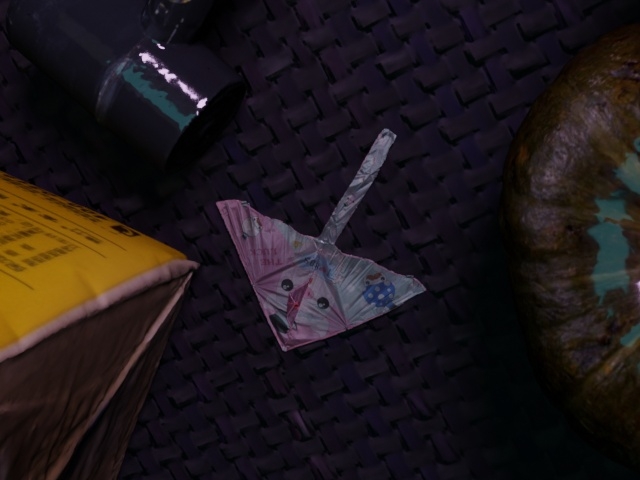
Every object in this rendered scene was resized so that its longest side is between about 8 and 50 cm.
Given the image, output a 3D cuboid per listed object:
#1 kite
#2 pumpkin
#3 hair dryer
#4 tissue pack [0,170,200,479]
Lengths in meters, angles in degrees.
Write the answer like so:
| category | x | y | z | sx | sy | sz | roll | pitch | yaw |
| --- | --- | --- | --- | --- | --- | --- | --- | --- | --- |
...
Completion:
| category | x | y | z | sx | sy | sz | roll | pitch | yaw |
| --- | --- | --- | --- | --- | --- | --- | --- | --- | --- |
| kite | 0.000 | 0.000 | 0.541 | 0.137 | 0.005 | 0.152 | 22 | 107 | 8 |
| pumpkin | 0.191 | -0.004 | 0.420 | 0.219 | 0.162 | 0.219 | -1 | 89 | 37 |
| hair dryer | -0.072 | -0.144 | 0.464 | 0.124 | 0.071 | 0.219 | 41 | 128 | 1 |
| tissue pack | -0.305 | 0.049 | 0.484 | 0.382 | 0.293 | 0.228 | 22 | 103 | 8 |
